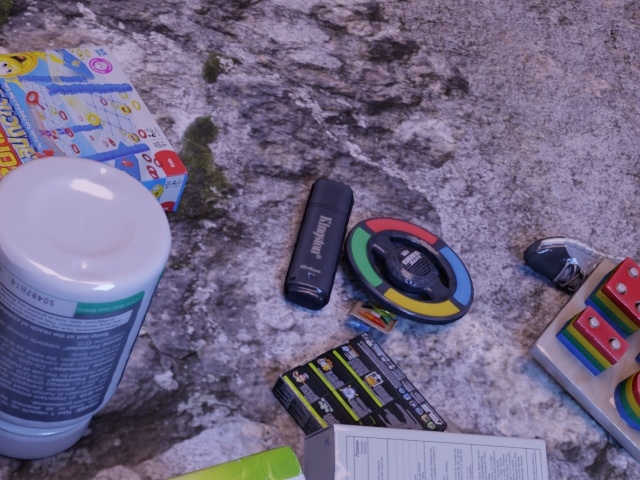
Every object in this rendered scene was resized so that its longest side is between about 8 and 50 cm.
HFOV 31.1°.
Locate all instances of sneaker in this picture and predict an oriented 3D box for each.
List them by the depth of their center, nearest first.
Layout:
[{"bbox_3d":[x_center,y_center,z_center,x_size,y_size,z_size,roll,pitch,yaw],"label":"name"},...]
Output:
[{"bbox_3d":[0.461,0.076,1.975,0.228,0.086,0.132,12,46,-17],"label":"sneaker"}]

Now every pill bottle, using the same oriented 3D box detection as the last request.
[{"bbox_3d":[-0.316,0.092,1.353,0.204,0.361,0.204,15,43,-14],"label":"pill bottle"}]

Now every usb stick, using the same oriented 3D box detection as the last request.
[{"bbox_3d":[0.000,0.000,1.841,0.077,0.045,0.278,22,43,-7],"label":"usb stick"}]

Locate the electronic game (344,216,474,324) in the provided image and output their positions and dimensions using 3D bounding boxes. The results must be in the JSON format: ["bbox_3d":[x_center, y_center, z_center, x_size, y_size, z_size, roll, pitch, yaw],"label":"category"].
[{"bbox_3d":[0.144,0.046,1.855,0.229,0.048,0.229,18,39,-15],"label":"electronic game"}]

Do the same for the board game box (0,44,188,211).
[{"bbox_3d":[-0.407,-0.158,1.758,0.302,0.086,0.308,-13,56,-36],"label":"board game box"}]

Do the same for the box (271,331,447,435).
[{"bbox_3d":[0.057,0.238,1.638,0.184,0.045,0.191,-25,64,-39],"label":"box"}]

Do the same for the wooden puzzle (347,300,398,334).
[{"bbox_3d":[0.082,0.115,1.761,0.078,0.014,0.116,23,18,1],"label":"wooden puzzle"}]

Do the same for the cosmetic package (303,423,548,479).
[{"bbox_3d":[0.139,0.334,1.498,0.309,0.113,0.160,8,69,-19],"label":"cosmetic package"}]

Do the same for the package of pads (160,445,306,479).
[{"bbox_3d":[-0.176,0.347,1.274,0.296,0.229,0.101,-9,59,-31],"label":"package of pads"}]

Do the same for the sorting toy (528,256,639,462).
[{"bbox_3d":[0.505,0.175,1.839,0.255,0.089,0.257,45,51,4],"label":"sorting toy"}]
